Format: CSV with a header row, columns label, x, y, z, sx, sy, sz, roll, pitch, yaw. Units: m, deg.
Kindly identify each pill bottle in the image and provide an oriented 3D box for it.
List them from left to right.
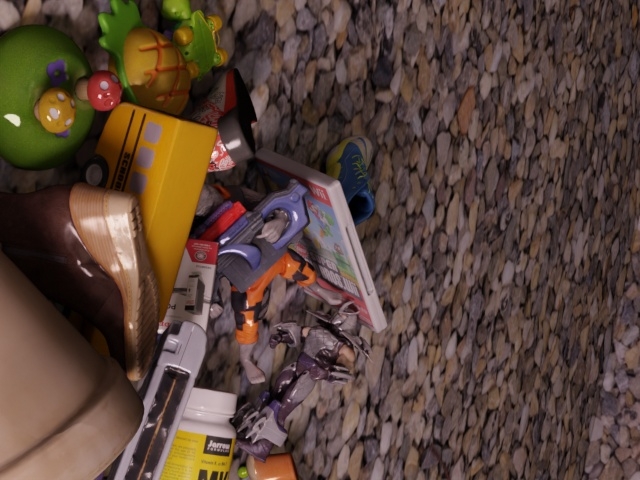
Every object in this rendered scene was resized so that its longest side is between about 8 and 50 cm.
label,x,y,z,sx,sy,sz,roll,pitch,yaw
pill bottle,-0.187,0.317,1.774,0.119,0.119,0.208,18,80,-55

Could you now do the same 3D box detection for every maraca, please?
label,x,y,z,sx,sy,sz,roll,pitch,yaw
maraca,-0.238,-0.236,1.630,0.186,0.099,0.127,60,30,-31

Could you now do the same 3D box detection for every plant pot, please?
label,x,y,z,sx,sy,sz,roll,pitch,yaw
plant pot,-0.394,0.141,1.319,0.323,0.323,0.280,-40,110,-46

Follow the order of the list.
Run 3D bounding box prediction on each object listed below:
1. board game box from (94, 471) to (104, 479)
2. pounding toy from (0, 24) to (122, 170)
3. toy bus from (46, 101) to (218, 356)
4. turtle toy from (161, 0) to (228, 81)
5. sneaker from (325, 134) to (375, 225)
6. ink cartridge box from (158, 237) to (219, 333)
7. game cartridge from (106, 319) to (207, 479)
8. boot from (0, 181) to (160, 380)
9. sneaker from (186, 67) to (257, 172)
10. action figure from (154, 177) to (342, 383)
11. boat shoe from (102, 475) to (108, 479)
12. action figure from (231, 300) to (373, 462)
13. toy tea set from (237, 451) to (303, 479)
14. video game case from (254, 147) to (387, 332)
label,x,y,z,sx,sy,sz,roll,pitch,yaw
board game box,-0.326,0.232,1.536,0.048,0.141,0.170,22,78,-56
pounding toy,-0.330,-0.189,1.490,0.237,0.110,0.183,51,54,-47
toy bus,-0.247,-0.007,1.584,0.108,0.130,0.333,8,100,-56
turtle toy,-0.187,-0.287,1.722,0.095,0.066,0.130,-36,123,-50
sneaker,0.057,-0.087,2.061,0.240,0.126,0.091,-56,137,-34
ink cartridge box,-0.195,0.062,1.668,0.056,0.099,0.135,-178,-84,-86
game cartridge,-0.213,0.247,1.475,0.198,0.062,0.297,126,-16,-76
boot,-0.309,0.050,1.487,0.090,0.206,0.248,-52,140,-70
sneaker,-0.171,-0.163,1.749,0.270,0.145,0.090,-97,164,-64
action figure,-0.150,0.055,1.809,0.341,0.178,0.330,-37,124,-11
boat shoe,-0.316,0.470,1.635,0.104,0.110,0.307,7,80,-52
action figure,-0.031,0.210,1.909,0.099,0.185,0.285,39,86,-29
toy tea set,-0.067,0.497,1.994,0.200,0.124,0.336,-27,102,-89
video game case,0.000,0.000,1.929,0.025,0.204,0.285,-35,126,-23
